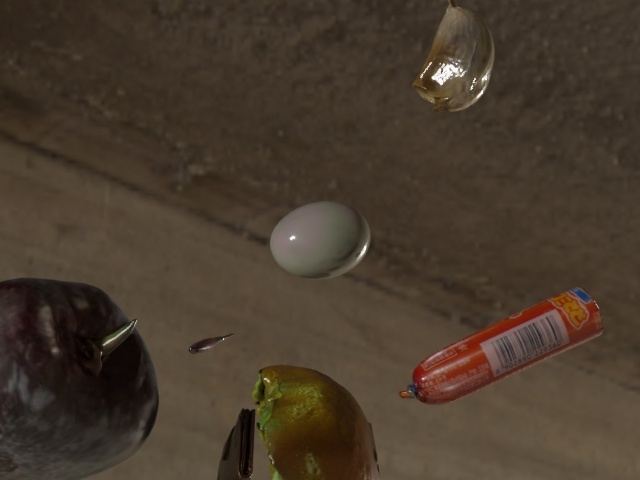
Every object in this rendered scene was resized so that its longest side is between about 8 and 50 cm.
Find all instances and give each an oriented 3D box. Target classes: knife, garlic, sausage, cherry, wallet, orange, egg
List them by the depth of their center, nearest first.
[{"bbox_3d":[-0.307,0.154,1.501,0.296,0.218,0.255,-22,153,32],"label":"cherry"},{"bbox_3d":[0.162,-0.215,1.592,0.084,0.152,0.066,22,171,-4],"label":"garlic"},{"bbox_3d":[-0.104,0.269,1.632,0.026,0.095,0.176,9,148,-9],"label":"wallet"},{"bbox_3d":[0.227,0.144,1.776,0.274,0.074,0.074,-25,160,-7],"label":"sausage"},{"bbox_3d":[0.000,0.000,1.835,0.135,0.103,0.103,-12,161,-10],"label":"egg"},{"bbox_3d":[-0.012,0.323,2.045,0.196,0.262,0.334,-20,-162,7],"label":"orange"},{"bbox_3d":[-0.166,0.158,2.122,0.035,0.018,0.247,-24,176,8],"label":"knife"}]
